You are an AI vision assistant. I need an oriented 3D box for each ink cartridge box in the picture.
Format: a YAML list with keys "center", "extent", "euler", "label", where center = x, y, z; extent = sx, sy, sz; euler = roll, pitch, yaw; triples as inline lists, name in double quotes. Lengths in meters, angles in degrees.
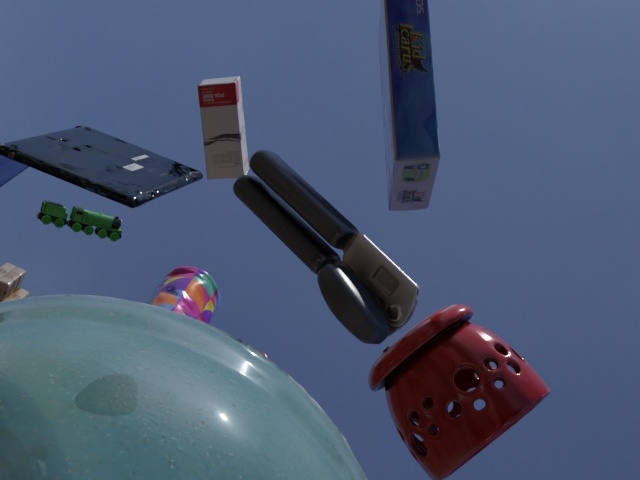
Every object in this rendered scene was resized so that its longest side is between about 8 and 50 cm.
- center: [-0.138, -0.160, 1.653]
  extent: [0.099, 0.056, 0.135]
  euler: [-92, 177, -78]
  label: "ink cartridge box"

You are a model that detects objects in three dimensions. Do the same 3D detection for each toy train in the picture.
- center: [-0.224, -0.019, 1.089]
  extent: [0.017, 0.083, 0.023]
  euler: [30, -77, 62]
  label: "toy train"

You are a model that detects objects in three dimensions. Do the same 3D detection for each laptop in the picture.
- center: [-0.307, -0.051, 1.343]
  extent: [0.234, 0.264, 0.136]
  euler: [-42, 153, -73]
  label: "laptop"

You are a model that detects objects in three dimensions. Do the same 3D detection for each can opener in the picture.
- center: [0.000, 0.000, 1.286]
  extent: [0.280, 0.093, 0.074]
  euler: [46, -71, 30]
  label: "can opener"

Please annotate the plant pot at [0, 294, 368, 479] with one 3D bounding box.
- center: [-0.114, 0.183, 0.448]
  extent: [0.196, 0.293, 0.293]
  euler: [-81, -175, -81]
  label: "plant pot"

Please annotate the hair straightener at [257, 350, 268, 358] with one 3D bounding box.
- center: [-0.068, 0.223, 1.086]
  extent: [0.047, 0.089, 0.230]
  euler: [-5, -124, 12]
  label: "hair straightener"

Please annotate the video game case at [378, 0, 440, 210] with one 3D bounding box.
- center: [0.114, -0.199, 1.536]
  extent: [0.244, 0.061, 0.269]
  euler: [86, 1, -77]
  label: "video game case"

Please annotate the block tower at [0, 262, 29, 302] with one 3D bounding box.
- center: [-0.598, 0.030, 1.714]
  extent: [0.097, 0.335, 0.091]
  euler: [-75, -170, -79]
  label: "block tower"

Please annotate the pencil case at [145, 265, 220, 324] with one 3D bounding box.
- center: [-0.217, 0.131, 1.664]
  extent: [0.104, 0.104, 0.236]
  euler: [-55, -174, 32]
  label: "pencil case"

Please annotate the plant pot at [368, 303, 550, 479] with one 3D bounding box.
- center: [0.171, 0.188, 1.495]
  extent: [0.174, 0.191, 0.191]
  euler: [53, -50, 12]
  label: "plant pot"
